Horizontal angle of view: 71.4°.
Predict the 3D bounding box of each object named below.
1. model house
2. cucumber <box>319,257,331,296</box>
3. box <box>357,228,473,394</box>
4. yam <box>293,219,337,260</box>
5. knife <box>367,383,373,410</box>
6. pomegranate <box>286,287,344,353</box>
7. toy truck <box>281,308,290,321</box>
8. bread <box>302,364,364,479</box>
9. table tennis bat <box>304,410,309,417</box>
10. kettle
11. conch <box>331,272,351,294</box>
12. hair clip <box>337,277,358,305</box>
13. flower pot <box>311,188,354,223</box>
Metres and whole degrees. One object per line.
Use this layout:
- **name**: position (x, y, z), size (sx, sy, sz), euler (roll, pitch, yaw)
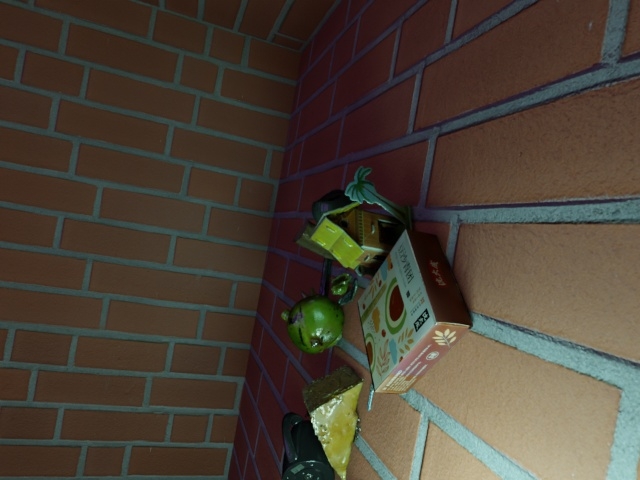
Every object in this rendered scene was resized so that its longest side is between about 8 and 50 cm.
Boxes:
- **model house**: position (0.123, -0.058, 1.620), size (0.300, 0.323, 0.341), euler (129, 146, -55)
- **cucumber**: position (0.025, 0.185, 2.238), size (0.044, 0.043, 0.257), euler (169, 111, -65)
- **box**: position (0.262, 0.223, 1.371), size (0.345, 0.122, 0.385), euler (-98, 25, -44)
- **yam**: position (-0.001, 0.002, 2.130), size (0.128, 0.238, 0.129), euler (-64, 21, 1)
- **knife**: position (0.181, 0.570, 1.615), size (0.027, 0.010, 0.096), euler (-166, 86, -72)
- **pomegranate**: position (-0.029, 0.347, 1.989), size (0.341, 0.260, 0.261), euler (-114, 38, -53)
- **toy truck**: position (-0.064, 0.394, 2.174), size (0.187, 0.210, 0.148), euler (40, 120, 49)
- **bread**: position (0.092, 0.690, 1.740), size (0.315, 0.279, 0.248), euler (59, 167, -12)
- **table tennis bat**: position (-0.061, 0.851, 2.202), size (0.050, 0.007, 0.083), euler (-104, 31, -51)
- **kettle**: position (-0.071, 0.861, 1.859), size (0.207, 0.268, 0.290), euler (-33, 22, 11)
- **conch**: position (0.088, 0.193, 1.988), size (0.121, 0.074, 0.089), euler (-52, 59, 15)
- **hair clip**: position (0.125, 0.230, 1.920), size (0.229, 0.036, 0.066), euler (120, 153, -53)
- **flower pot**: position (0.060, -0.143, 2.072), size (0.157, 0.189, 0.243), euler (62, 160, -12)
